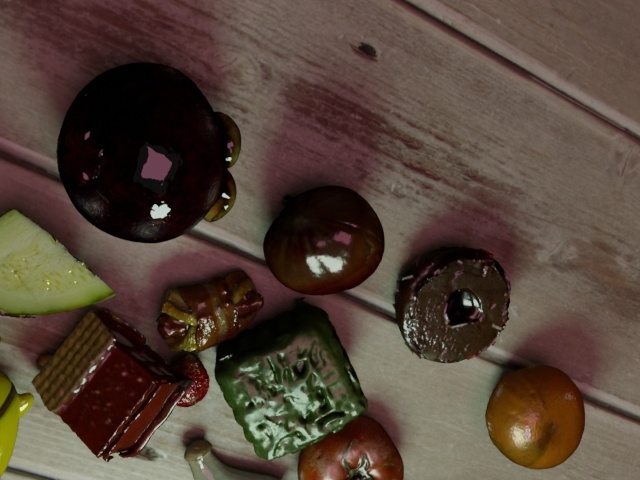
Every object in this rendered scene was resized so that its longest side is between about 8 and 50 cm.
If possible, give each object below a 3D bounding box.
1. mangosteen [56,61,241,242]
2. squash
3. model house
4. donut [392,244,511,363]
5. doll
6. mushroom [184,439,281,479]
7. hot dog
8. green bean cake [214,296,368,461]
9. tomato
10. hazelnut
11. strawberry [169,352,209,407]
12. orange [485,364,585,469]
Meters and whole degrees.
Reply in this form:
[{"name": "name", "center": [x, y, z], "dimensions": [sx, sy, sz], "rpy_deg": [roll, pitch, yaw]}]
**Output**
[{"name": "mangosteen", "center": [-0.277, -0.151, 1.636], "dimensions": [0.347, 0.307, 0.306], "rpy_deg": [-11, 114, -48]}, {"name": "squash", "center": [-0.525, 0.070, 1.684], "dimensions": [0.237, 0.204, 0.155], "rpy_deg": [49, 65, -26]}, {"name": "model house", "center": [-0.401, 0.256, 1.766], "dimensions": [0.254, 0.160, 0.196], "rpy_deg": [39, 94, 11]}, {"name": "donut", "center": [0.275, 0.131, 2.001], "dimensions": [0.270, 0.103, 0.269], "rpy_deg": [-7, 111, -19]}, {"name": "doll", "center": [-0.628, 0.341, 1.744], "dimensions": [0.200, 0.145, 0.362], "rpy_deg": [-3, 115, -21]}, {"name": "mushroom", "center": [-0.178, 0.514, 1.974], "dimensions": [0.270, 0.103, 0.118], "rpy_deg": [32, 95, -19]}, {"name": "hot dog", "center": [-0.212, 0.141, 1.838], "dimensions": [0.213, 0.103, 0.146], "rpy_deg": [-20, 112, -13]}, {"name": "green bean cake", "center": [-0.060, 0.277, 1.882], "dimensions": [0.250, 0.156, 0.246], "rpy_deg": [-25, 104, 0]}, {"name": "tomato", "center": [0.073, 0.488, 2.014], "dimensions": [0.237, 0.095, 0.236], "rpy_deg": [1, 87, -17]}, {"name": "hazelnut", "center": [0.000, 0.000, 1.805], "dimensions": [0.230, 0.229, 0.229], "rpy_deg": [-6, 109, -17]}, {"name": "strawberry", "center": [-0.264, 0.272, 1.861], "dimensions": [0.106, 0.106, 0.106], "rpy_deg": [-6, 109, -17]}, {"name": "orange", "center": [0.475, 0.391, 2.113], "dimensions": [0.240, 0.171, 0.240], "rpy_deg": [-5, 100, -29]}]
